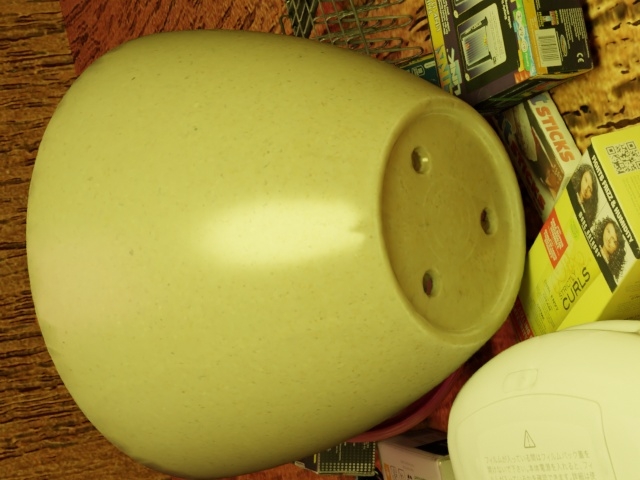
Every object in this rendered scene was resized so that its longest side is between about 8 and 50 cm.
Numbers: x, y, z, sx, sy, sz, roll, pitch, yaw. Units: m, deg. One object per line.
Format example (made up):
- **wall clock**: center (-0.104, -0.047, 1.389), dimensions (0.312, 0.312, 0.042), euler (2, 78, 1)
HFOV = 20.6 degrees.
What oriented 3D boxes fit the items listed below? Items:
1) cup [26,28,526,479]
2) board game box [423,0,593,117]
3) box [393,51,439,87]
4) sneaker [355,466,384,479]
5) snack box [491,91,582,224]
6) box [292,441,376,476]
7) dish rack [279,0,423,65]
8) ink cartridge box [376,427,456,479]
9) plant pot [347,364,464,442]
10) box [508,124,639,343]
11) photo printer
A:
- **cup**: center (0.000, 0.000, 1.220), dimensions (0.237, 0.331, 0.331), euler (-7, 97, 40)
- **board game box**: center (0.121, -0.181, 1.217), dimensions (0.141, 0.048, 0.170), euler (159, 102, -68)
- **box**: center (0.103, -0.061, 1.355), dimensions (0.059, 0.054, 0.168), euler (-154, 44, -79)
- **sneaker**: center (0.063, 0.282, 1.791), dimensions (0.162, 0.063, 0.073), euler (-135, 39, -62)
- **snack box**: center (0.145, -0.099, 1.284), dimensions (0.064, 0.022, 0.178), euler (100, 153, -54)
- **box**: center (0.001, 0.089, 1.748), dimensions (0.216, 0.060, 0.270), euler (173, 99, -74)
- **dish rack**: center (0.033, -0.162, 1.543), dimensions (0.208, 0.074, 0.271), euler (113, 143, -62)
- **ink cartridge box**: center (0.136, 0.360, 1.593), dimensions (0.176, 0.069, 0.370), euler (178, 82, -74)
- **plant pot**: center (0.026, 0.072, 1.548), dimensions (0.180, 0.201, 0.201), euler (124, 133, -87)
- **box**: center (0.185, 0.018, 1.166), dimensions (0.232, 0.058, 0.087), euler (108, 145, -62)
- **photo printer**: center (0.198, 0.202, 1.101), dimensions (0.256, 0.107, 0.307), euler (-19, 87, 62)
